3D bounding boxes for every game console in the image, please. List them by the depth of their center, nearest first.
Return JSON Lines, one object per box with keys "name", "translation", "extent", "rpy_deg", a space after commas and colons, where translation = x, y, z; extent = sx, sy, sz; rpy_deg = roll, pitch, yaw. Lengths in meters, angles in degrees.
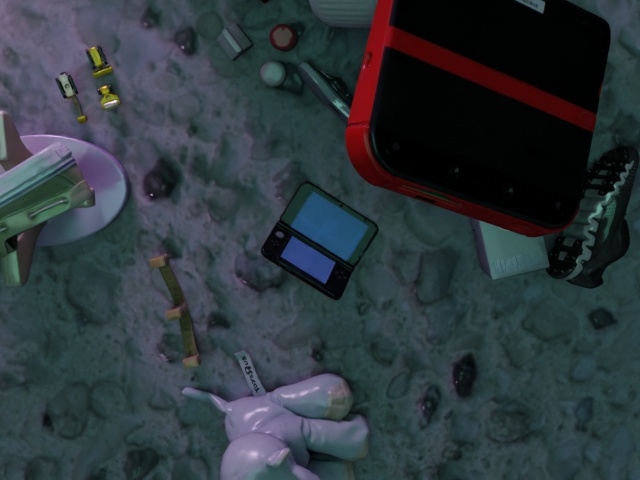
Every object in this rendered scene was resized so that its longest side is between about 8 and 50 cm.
{"name": "game console", "translation": [0.228, -0.204, 1.296], "extent": [0.386, 0.060, 0.342], "rpy_deg": [16, 81, -28]}
{"name": "game console", "translation": [0.000, 0.000, 1.448], "extent": [0.144, 0.124, 0.085], "rpy_deg": [32, 126, -3]}

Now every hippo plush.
{"name": "hippo plush", "translation": [-0.051, 0.315, 1.423], "extent": [0.234, 0.236, 0.294], "rpy_deg": [-35, 97, 7]}

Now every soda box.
{"name": "soda box", "translation": [0.262, -0.092, 1.414], "extent": [0.091, 0.098, 0.286], "rpy_deg": [-14, 99, 2]}

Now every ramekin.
{"name": "ramekin", "translation": [0.044, -0.397, 1.321], "extent": [0.109, 0.207, 0.207], "rpy_deg": [-1, 100, 11]}

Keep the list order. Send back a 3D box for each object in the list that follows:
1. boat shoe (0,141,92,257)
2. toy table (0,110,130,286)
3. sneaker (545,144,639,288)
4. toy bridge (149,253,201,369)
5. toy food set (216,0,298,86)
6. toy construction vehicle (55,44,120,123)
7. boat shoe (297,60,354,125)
{"name": "boat shoe", "translation": [-0.453, -0.019, 1.286], "extent": [0.302, 0.109, 0.094], "rpy_deg": [-33, 98, 5]}
{"name": "toy table", "translation": [-0.441, -0.070, 1.410], "extent": [0.274, 0.161, 0.252], "rpy_deg": [-14, 99, 5]}
{"name": "sneaker", "translation": [0.432, -0.029, 1.435], "extent": [0.106, 0.078, 0.234], "rpy_deg": [31, 83, -30]}
{"name": "toy bridge", "translation": [-0.224, 0.112, 1.481], "extent": [0.026, 0.063, 0.188], "rpy_deg": [-16, 97, 5]}
{"name": "toy food set", "translation": [-0.116, -0.334, 1.381], "extent": [0.111, 0.104, 0.232], "rpy_deg": [-36, 97, 7]}
{"name": "toy construction vehicle", "translation": [-0.355, -0.239, 1.445], "extent": [0.086, 0.035, 0.098], "rpy_deg": [-25, 101, -5]}
{"name": "boat shoe", "translation": [0.024, -0.223, 1.430], "extent": [0.142, 0.049, 0.040], "rpy_deg": [46, 79, -7]}
